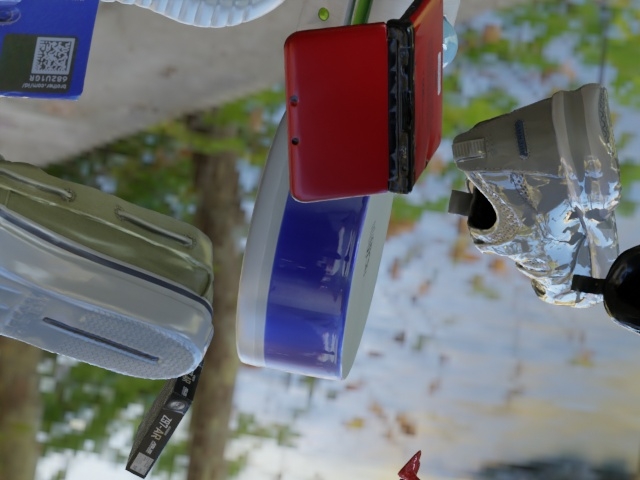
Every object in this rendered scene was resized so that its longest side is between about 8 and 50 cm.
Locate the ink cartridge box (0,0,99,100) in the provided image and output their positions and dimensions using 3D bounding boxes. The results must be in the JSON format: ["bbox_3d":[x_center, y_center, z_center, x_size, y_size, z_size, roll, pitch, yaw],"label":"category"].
[{"bbox_3d":[-0.337,-0.232,1.557,0.270,0.151,0.395,1,-151,-26],"label":"ink cartridge box"}]

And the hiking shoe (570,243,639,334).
[{"bbox_3d":[0.304,0.034,1.134,0.304,0.113,0.132,-10,170,43],"label":"hiking shoe"}]

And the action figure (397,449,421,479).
[{"bbox_3d":[0.095,0.162,1.107,0.115,0.030,0.038,40,159,15],"label":"action figure"}]

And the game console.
[{"bbox_3d":[0.035,-0.111,1.471,0.085,0.124,0.144,11,125,18],"label":"game console"}]

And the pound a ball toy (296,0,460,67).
[{"bbox_3d":[0.109,-0.295,1.821,0.135,0.319,0.208,23,-159,24],"label":"pound a ball toy"}]

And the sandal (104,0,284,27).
[{"bbox_3d":[-0.173,-0.324,2.057,0.416,0.102,0.169,1,133,-48],"label":"sandal"}]

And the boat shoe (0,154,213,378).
[{"bbox_3d":[-0.202,-0.004,1.220,0.302,0.094,0.109,25,141,-24],"label":"boat shoe"}]

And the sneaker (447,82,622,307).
[{"bbox_3d":[0.145,-0.031,1.364,0.115,0.105,0.281,-6,156,6],"label":"sneaker"}]

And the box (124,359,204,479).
[{"bbox_3d":[-0.121,0.135,1.531,0.018,0.083,0.067,29,-156,-8],"label":"box"}]

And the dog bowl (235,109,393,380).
[{"bbox_3d":[0.000,0.000,1.914,0.104,0.265,0.265,12,165,7],"label":"dog bowl"}]
